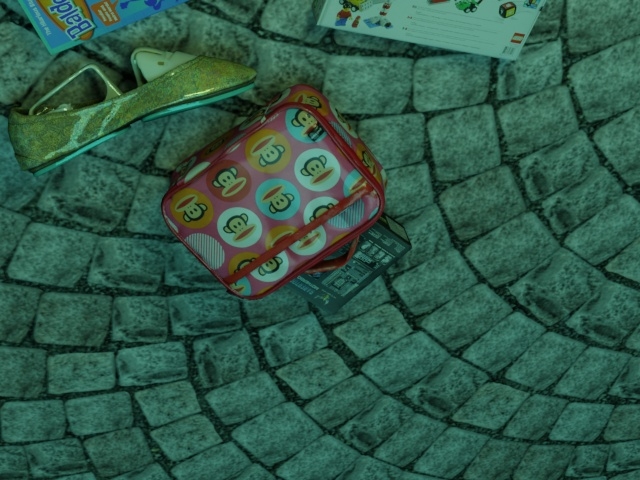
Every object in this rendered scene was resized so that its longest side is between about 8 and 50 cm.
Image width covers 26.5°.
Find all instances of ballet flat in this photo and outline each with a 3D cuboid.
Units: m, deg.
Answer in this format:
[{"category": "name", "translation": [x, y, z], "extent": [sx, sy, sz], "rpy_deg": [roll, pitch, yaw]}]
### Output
[{"category": "ballet flat", "translation": [-0.261, -0.197, 1.832], "extent": [0.349, 0.123, 0.123], "rpy_deg": [-22, 134, 3]}]

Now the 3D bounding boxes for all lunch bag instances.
[{"category": "lunch bag", "translation": [-0.055, -0.053, 1.955], "extent": [0.293, 0.120, 0.258], "rpy_deg": [-35, 109, 20]}]

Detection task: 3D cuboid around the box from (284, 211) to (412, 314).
[{"category": "box", "translation": [0.000, 0.000, 2.111], "extent": [0.183, 0.059, 0.233], "rpy_deg": [-42, 129, 20]}]

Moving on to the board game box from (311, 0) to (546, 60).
[{"category": "board game box", "translation": [0.162, -0.353, 1.825], "extent": [0.305, 0.053, 0.193], "rpy_deg": [7, 131, -21]}]

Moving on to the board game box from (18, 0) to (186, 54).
[{"category": "board game box", "translation": [-0.283, -0.342, 1.721], "extent": [0.210, 0.047, 0.160], "rpy_deg": [-21, 134, 6]}]
